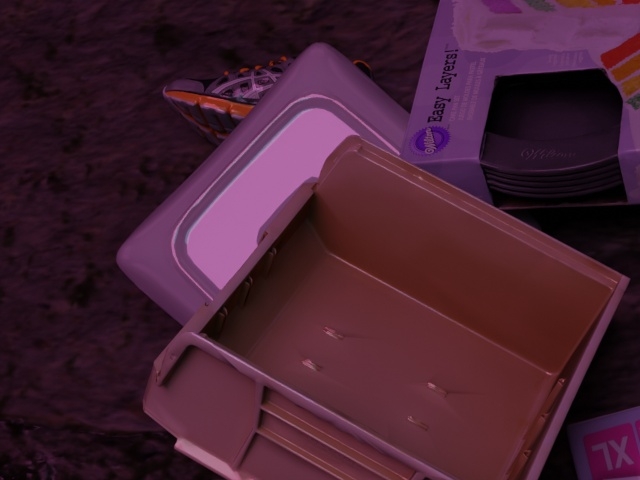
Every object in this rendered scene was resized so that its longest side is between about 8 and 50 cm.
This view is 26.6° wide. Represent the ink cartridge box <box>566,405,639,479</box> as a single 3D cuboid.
[{"bbox_3d":[0.297,0.254,0.942,0.186,0.065,0.311,-18,61,16],"label":"ink cartridge box"}]

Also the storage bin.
[{"bbox_3d":[0.050,0.078,0.982,0.260,0.123,0.262,29,43,8],"label":"storage bin"}]

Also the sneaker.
[{"bbox_3d":[-0.045,-0.133,1.279,0.215,0.084,0.083,8,70,17],"label":"sneaker"}]

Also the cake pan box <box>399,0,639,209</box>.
[{"bbox_3d":[0.204,-0.131,1.118,0.246,0.070,0.267,-2,47,23],"label":"cake pan box"}]

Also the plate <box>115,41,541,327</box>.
[{"bbox_3d":[0.000,0.000,1.164,0.277,0.045,0.278,42,87,17],"label":"plate"}]

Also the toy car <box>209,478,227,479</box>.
[{"bbox_3d":[-0.069,0.249,0.994,0.210,0.238,0.219,-40,56,14],"label":"toy car"}]
